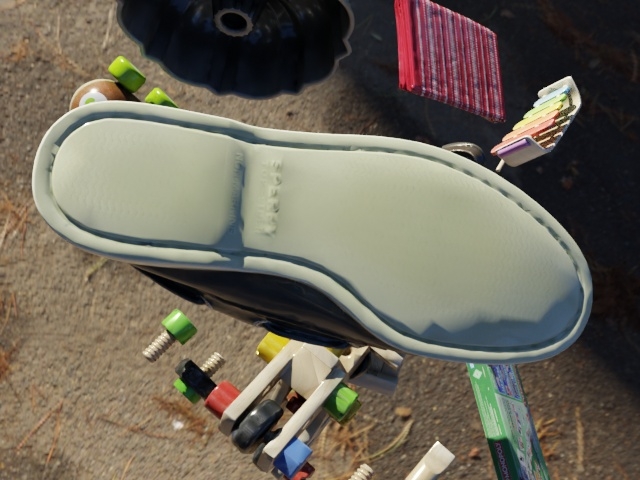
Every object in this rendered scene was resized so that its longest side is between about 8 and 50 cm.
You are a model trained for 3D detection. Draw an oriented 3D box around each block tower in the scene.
[{"bbox_3d":[0.114,0.109,1.307,0.091,0.097,0.335,17,34,3],"label":"block tower"}]

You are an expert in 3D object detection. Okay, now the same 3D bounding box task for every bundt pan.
[{"bbox_3d":[-0.111,-0.343,1.064,0.331,0.331,0.124,14,61,-14],"label":"bundt pan"}]

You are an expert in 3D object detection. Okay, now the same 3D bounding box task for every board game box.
[{"bbox_3d":[0.389,0.366,1.609,0.213,0.046,0.317,30,43,-53],"label":"board game box"}]

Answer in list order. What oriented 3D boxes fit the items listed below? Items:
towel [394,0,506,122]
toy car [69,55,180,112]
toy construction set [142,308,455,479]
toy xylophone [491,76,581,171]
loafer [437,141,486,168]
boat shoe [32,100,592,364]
[{"bbox_3d":[0.242,-0.334,1.429,0.275,0.031,0.199,9,72,-39],"label":"towel"},{"bbox_3d":[-0.266,-0.140,1.094,0.155,0.149,0.188,-46,47,3],"label":"toy car"},{"bbox_3d":[0.022,0.169,0.848,0.237,0.257,0.309,-45,49,-14],"label":"toy construction set"},{"bbox_3d":[0.563,-0.296,2.051,0.081,0.236,0.323,49,46,-12],"label":"toy xylophone"},{"bbox_3d":[0.182,-0.102,1.342,0.080,0.220,0.078,62,26,-15],"label":"loafer"},{"bbox_3d":[-0.001,0.004,0.493,0.340,0.113,0.127,9,80,-11],"label":"boat shoe"}]
